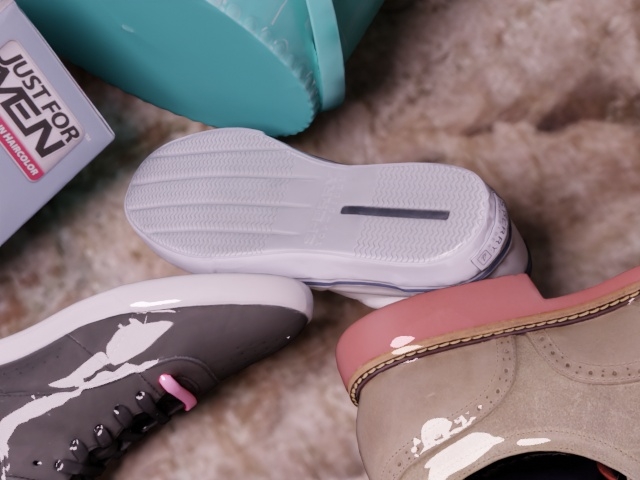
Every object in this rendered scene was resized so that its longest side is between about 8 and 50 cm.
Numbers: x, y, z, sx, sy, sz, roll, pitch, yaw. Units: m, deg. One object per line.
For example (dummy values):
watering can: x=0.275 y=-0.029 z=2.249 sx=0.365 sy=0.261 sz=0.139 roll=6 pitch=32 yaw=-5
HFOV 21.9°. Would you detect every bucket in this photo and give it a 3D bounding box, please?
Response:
bucket: x=-0.071 y=-0.196 z=0.960 sx=0.281 sy=0.281 sz=0.183 roll=22 pitch=76 yaw=17

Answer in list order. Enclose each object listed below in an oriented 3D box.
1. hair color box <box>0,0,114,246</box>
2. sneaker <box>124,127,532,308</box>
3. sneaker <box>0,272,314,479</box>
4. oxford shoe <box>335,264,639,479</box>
hair color box: x=-0.317 y=0.009 z=0.929 sx=0.374 sy=0.113 sz=0.185 roll=-46 pitch=38 yaw=-15
sneaker: x=0.000 y=0.000 z=0.952 sx=0.258 sy=0.091 sz=0.094 roll=11 pitch=67 yaw=36
sneaker: x=-0.131 y=0.119 z=0.900 sx=0.296 sy=0.104 sz=0.146 roll=-18 pitch=64 yaw=4
oxford shoe: x=0.189 y=0.079 z=0.866 sx=0.348 sy=0.123 sz=0.130 roll=-13 pitch=61 yaw=6
